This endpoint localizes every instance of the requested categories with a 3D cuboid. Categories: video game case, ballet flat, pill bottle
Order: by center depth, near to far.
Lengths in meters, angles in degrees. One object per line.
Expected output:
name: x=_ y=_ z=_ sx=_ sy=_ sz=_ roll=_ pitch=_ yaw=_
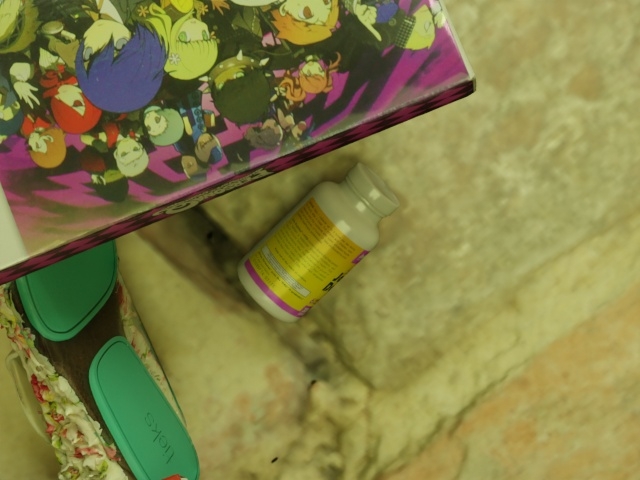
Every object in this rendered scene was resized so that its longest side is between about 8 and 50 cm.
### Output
video game case: x=-0.079 y=-0.117 z=0.530 sx=0.232 sy=0.042 sz=0.210 roll=-21 pitch=85 yaw=5
ballet flat: x=-0.133 y=0.043 z=0.620 sx=0.077 sy=0.091 sz=0.241 roll=-5 pitch=111 yaw=30
pill bottle: x=0.000 y=0.000 z=0.628 sx=0.043 sy=0.043 sz=0.083 roll=42 pitch=104 yaw=-18

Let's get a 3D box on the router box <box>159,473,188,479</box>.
router box: x=-0.153 y=0.321 z=0.618 sx=0.301 sy=0.082 sz=0.335 roll=-19 pitch=113 yaw=-9
